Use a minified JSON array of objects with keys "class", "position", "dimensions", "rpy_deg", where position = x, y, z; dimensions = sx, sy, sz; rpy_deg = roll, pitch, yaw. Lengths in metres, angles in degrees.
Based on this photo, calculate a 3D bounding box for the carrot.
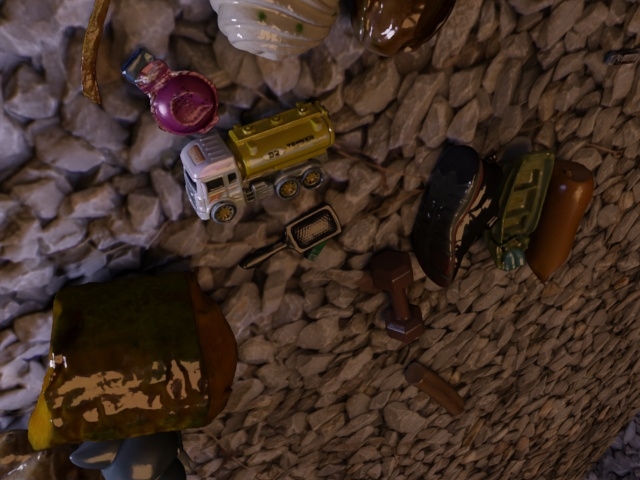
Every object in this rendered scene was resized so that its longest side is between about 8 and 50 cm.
[{"class":"carrot","position":[-0.259,0.172,0.845],"dimensions":[0.340,0.241,0.242],"rpy_deg":[-6,126,-25]}]

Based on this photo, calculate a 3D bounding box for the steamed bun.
[{"class":"steamed bun","position":[-0.051,-0.309,0.703],"dimensions":[0.182,0.106,0.183],"rpy_deg":[-15,128,-20]}]

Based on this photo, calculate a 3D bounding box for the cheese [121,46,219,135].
[{"class":"cheese","position":[-0.195,-0.193,0.748],"dimensions":[0.095,0.038,0.145],"rpy_deg":[-46,133,5]}]

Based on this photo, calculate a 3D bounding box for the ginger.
[{"class":"ginger","position":[-0.412,0.436,0.986],"dimensions":[0.375,0.176,0.256],"rpy_deg":[32,83,-35]}]

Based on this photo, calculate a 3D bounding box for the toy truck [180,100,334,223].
[{"class":"toy truck","position":[-0.090,-0.122,0.822],"dimensions":[0.226,0.098,0.114],"rpy_deg":[-23,138,-15]}]

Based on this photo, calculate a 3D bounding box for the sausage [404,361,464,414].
[{"class":"sausage","position":[0.313,0.398,1.490],"dimensions":[0.066,0.066,0.301],"rpy_deg":[-44,135,4]}]

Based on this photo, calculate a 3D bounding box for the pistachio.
[{"class":"pistachio","position":[0.122,-0.351,0.764],"dimensions":[0.165,0.130,0.210],"rpy_deg":[34,86,-35]}]

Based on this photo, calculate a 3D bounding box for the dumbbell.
[{"class":"dumbbell","position":[0.162,0.119,1.171],"dimensions":[0.082,0.092,0.231],"rpy_deg":[-9,133,11]}]

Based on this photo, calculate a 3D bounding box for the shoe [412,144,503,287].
[{"class":"shoe","position":[0.275,-0.047,1.104],"dimensions":[0.137,0.114,0.291],"rpy_deg":[-7,123,-34]}]

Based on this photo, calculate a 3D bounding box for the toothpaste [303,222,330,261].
[{"class":"toothpaste","position":[0.000,0.000,1.027],"dimensions":[0.020,0.017,0.083],"rpy_deg":[20,111,-37]}]

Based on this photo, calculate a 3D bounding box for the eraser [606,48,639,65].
[{"class":"eraser","position":[0.606,-0.367,1.121],"dimensions":[0.099,0.019,0.027],"rpy_deg":[-12,143,-23]}]

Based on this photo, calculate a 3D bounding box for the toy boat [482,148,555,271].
[{"class":"toy boat","position":[0.409,-0.069,1.186],"dimensions":[0.111,0.084,0.276],"rpy_deg":[-14,126,-19]}]

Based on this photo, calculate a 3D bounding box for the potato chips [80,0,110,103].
[{"class":"potato chips","position":[-0.259,-0.260,0.667],"dimensions":[0.037,0.026,0.204],"rpy_deg":[3,121,-37]}]

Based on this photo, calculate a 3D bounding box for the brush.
[{"class":"brush","position":[-0.054,0.003,0.989],"dimensions":[0.193,0.016,0.063],"rpy_deg":[-28,110,-2]}]

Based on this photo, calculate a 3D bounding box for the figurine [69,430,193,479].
[{"class":"figurine","position":[-0.262,0.322,0.962],"dimensions":[0.265,0.140,0.193],"rpy_deg":[-44,104,-29]}]

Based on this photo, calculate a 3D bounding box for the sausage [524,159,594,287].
[{"class":"sausage","position":[0.521,-0.022,1.266],"dimensions":[0.112,0.112,0.328],"rpy_deg":[-16,130,-21]}]
